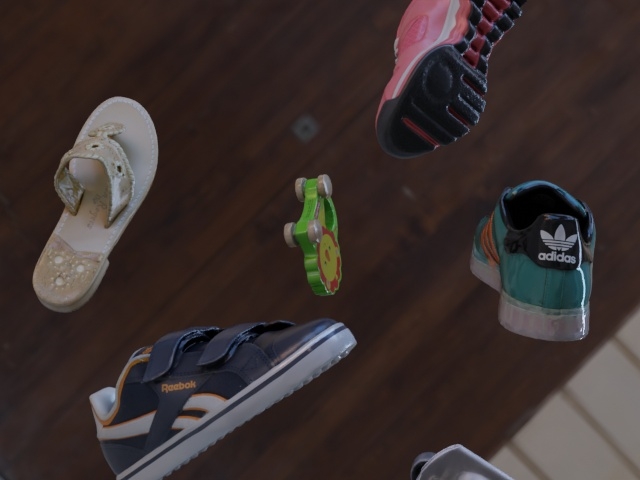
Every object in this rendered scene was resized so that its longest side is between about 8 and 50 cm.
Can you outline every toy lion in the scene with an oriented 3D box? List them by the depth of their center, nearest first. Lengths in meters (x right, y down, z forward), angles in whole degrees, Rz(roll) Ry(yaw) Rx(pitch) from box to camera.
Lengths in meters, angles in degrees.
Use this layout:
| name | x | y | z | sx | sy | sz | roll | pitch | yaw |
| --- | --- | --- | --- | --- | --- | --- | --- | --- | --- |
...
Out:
| name | x | y | z | sx | sy | sz | roll | pitch | yaw |
| --- | --- | --- | --- | --- | --- | --- | --- | --- | --- |
| toy lion | 0.000 | 0.000 | 1.446 | 0.100 | 0.034 | 0.096 | -78 | 152 | -42 |

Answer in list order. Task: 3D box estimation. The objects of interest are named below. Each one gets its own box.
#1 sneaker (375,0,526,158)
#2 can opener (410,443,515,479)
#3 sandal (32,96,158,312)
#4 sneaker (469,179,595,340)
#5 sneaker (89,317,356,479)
| name | x | y | z | sx | sy | sz | roll | pitch | yaw |
| --- | --- | --- | --- | --- | --- | --- | --- | --- | --- |
| sneaker | 0.142 | -0.227 | 1.819 | 0.116 | 0.314 | 0.136 | 43 | -24 | -31 |
| can opener | 0.204 | 0.268 | 1.279 | 0.283 | 0.076 | 0.095 | 33 | 12 | -2 |
| sandal | -0.218 | -0.052 | 1.422 | 0.088 | 0.240 | 0.079 | 14 | -24 | 5 |
| sneaker | 0.209 | -0.004 | 1.401 | 0.108 | 0.121 | 0.302 | 6 | 14 | -3 |
| sneaker | -0.115 | 0.140 | 1.488 | 0.127 | 0.321 | 0.126 | 59 | 27 | 5 |
